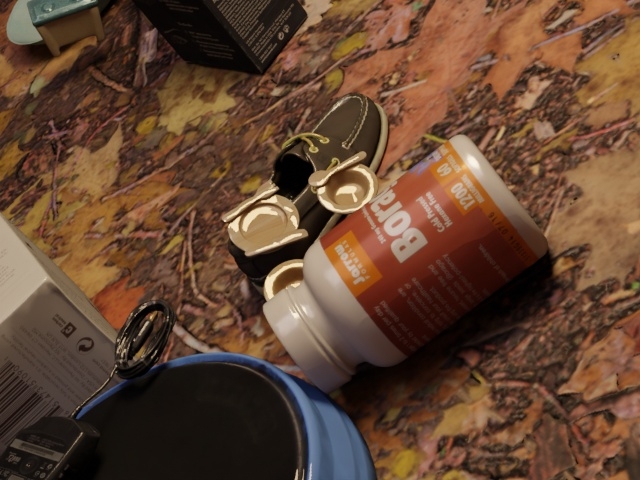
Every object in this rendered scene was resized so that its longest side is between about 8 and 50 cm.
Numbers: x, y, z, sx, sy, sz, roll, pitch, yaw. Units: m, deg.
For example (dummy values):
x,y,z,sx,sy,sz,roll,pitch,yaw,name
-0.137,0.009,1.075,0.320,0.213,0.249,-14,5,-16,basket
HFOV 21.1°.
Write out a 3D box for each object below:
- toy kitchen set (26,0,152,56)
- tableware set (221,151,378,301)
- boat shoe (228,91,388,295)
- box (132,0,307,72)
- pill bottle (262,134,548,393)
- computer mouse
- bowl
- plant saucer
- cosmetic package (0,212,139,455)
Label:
x,y,z,sx,sy,sz,roll,pitch,yaw,name
-0.286,-0.350,2.078,0.166,0.122,0.207,-20,48,-2,toy kitchen set
0.000,0.000,1.498,0.141,0.020,0.169,-23,54,-5,tableware set
-0.010,-0.056,1.592,0.081,0.069,0.228,-1,51,44,boat shoe
-0.125,-0.272,1.867,0.156,0.158,0.093,15,62,50,box
0.065,0.023,1.382,0.216,0.121,0.121,-38,34,6,pill bottle
-0.193,0.146,1.447,0.071,0.041,0.242,13,54,41,computer mouse
-0.137,0.254,1.365,0.391,0.077,0.391,-26,36,21,bowl
-0.317,-0.311,2.208,0.195,0.037,0.195,-26,36,21,plant saucer
-0.291,0.094,1.628,0.151,0.151,0.183,-44,35,-4,cosmetic package
